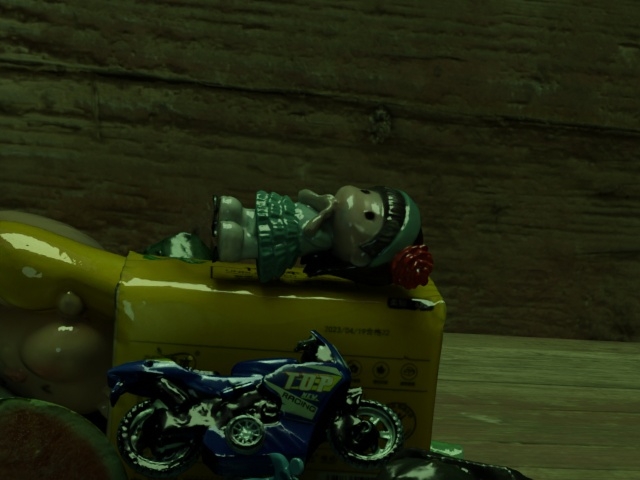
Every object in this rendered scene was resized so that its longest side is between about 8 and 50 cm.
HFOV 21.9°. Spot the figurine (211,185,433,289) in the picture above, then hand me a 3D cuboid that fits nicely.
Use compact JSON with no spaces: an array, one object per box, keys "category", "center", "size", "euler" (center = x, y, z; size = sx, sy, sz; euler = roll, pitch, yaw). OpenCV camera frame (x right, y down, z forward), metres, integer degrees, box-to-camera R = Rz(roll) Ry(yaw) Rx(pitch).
[{"category":"figurine","center":[0.000,0.000,1.871],"size":[0.245,0.138,0.110],"euler":[0,-37,-7]}]

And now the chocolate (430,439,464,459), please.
[{"category":"chocolate","center":[0.038,0.273,2.128],"size":[0.291,0.110,0.110],"euler":[7,3,1]}]

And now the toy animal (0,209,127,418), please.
[{"category":"toy animal","center":[-0.372,0.101,2.132],"size":[0.345,0.247,0.277],"euler":[24,4,41]}]

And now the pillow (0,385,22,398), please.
[{"category":"pillow","center":[-0.521,0.210,2.043],"size":[0.283,0.138,0.310],"euler":[9,2,35]}]

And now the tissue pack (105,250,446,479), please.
[{"category":"tissue pack","center":[-0.059,0.178,1.956],"size":[0.382,0.293,0.228],"euler":[4,9,-5]}]

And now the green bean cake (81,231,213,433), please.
[{"category":"green bean cake","center":[-0.212,0.173,2.354],"size":[0.300,0.169,0.308],"euler":[-32,-51,21]}]

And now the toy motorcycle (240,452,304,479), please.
[{"category":"toy motorcycle","center":[-0.111,0.280,1.633],"size":[0.182,0.123,0.272],"euler":[-11,-8,41]}]

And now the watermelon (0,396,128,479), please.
[{"category":"watermelon","center":[-0.306,0.228,1.739],"size":[0.128,0.231,0.146],"euler":[-37,25,-26]}]

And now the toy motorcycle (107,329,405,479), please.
[{"category":"toy motorcycle","center":[-0.070,0.175,1.768],"size":[0.315,0.169,0.113],"euler":[-1,-34,-5]}]

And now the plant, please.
[{"category":"plant","center":[0.140,0.287,1.646],"size":[0.164,0.142,0.256],"euler":[8,-7,43]}]
